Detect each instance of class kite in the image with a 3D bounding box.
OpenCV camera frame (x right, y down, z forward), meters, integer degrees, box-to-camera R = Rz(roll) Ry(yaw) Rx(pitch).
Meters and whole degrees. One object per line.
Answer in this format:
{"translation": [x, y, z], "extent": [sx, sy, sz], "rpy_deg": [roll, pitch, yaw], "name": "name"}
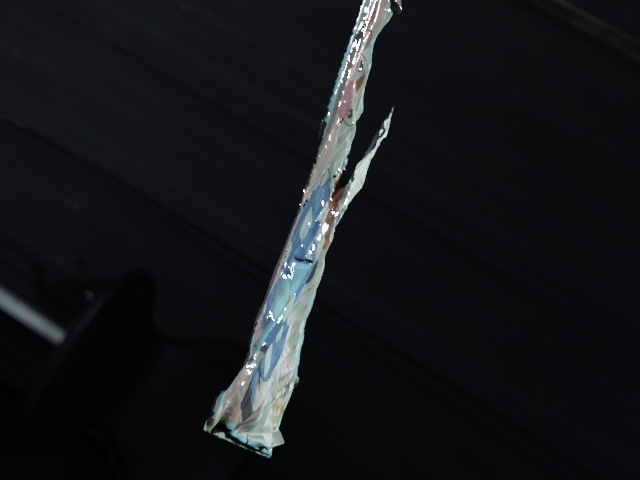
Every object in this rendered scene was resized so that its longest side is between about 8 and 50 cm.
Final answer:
{"translation": [0.001, 0.000, 0.771], "extent": [0.368, 0.014, 0.406], "rpy_deg": [-60, 166, -56], "name": "kite"}
